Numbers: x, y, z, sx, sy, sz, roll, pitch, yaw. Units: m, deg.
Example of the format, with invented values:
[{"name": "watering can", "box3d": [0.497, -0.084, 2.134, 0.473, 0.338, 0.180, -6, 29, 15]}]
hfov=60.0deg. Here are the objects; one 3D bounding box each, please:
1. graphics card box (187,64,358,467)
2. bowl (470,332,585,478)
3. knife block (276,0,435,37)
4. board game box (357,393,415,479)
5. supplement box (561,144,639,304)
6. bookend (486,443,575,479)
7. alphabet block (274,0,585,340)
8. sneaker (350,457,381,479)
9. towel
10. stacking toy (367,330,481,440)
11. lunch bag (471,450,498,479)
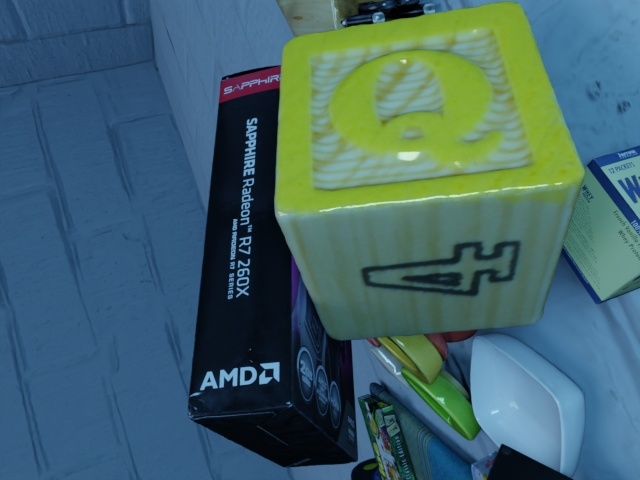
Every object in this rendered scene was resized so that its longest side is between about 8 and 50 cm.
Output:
[{"name": "graphics card box", "box3d": [-0.035, 0.027, 0.587, 0.233, 0.094, 0.371, 64, -158, -55]}, {"name": "bowl", "box3d": [0.225, 0.177, 0.595, 0.142, 0.053, 0.142, -136, 35, -58]}, {"name": "knife block", "box3d": [0.031, -0.325, 0.672, 0.242, 0.088, 0.275, 109, 141, -60]}, {"name": "board game box", "box3d": [0.136, 0.420, 1.019, 0.136, 0.030, 0.259, 149, 105, -76]}, {"name": "supplement box", "box3d": [0.226, -0.012, 0.414, 0.083, 0.056, 0.083, 103, 146, -59]}, {"name": "bookend", "box3d": [0.228, 0.306, 0.549, 0.156, 0.072, 0.157, 22, 136, 24]}, {"name": "alphabet block", "box3d": [0.080, -0.046, 0.459, 0.197, 0.193, 0.192, 72, -167, -53]}, {"name": "sneaker", "box3d": [0.102, 0.509, 1.117, 0.209, 0.069, 0.082, -13, -96, -79]}, {"name": "towel", "box3d": [0.193, 0.431, 0.955, 0.370, 0.040, 0.271, -153, 50, -69]}, {"name": "stacking toy", "box3d": [0.135, 0.116, 0.786, 0.279, 0.130, 0.309, 51, 170, -28]}, {"name": "lunch bag", "box3d": [0.234, 0.330, 0.711, 0.071, 0.053, 0.083, 44, 155, 60]}]
